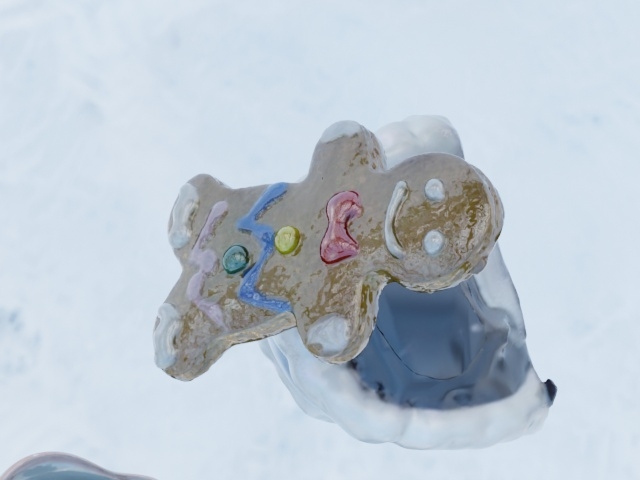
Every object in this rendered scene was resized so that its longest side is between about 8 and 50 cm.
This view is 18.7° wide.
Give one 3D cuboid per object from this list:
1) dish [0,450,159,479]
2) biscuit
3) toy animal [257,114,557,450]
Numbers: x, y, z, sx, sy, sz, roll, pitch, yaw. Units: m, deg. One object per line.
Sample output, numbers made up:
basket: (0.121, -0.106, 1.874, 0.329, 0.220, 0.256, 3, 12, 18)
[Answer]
dish: (-0.210, 0.256, 1.490, 0.229, 0.081, 0.229, -8, 109, -23)
biscuit: (0.000, 0.000, 1.006, 0.205, 0.138, 0.031, -9, 149, 30)
toy animal: (0.036, 0.039, 1.193, 0.156, 0.204, 0.208, -17, 89, -9)
